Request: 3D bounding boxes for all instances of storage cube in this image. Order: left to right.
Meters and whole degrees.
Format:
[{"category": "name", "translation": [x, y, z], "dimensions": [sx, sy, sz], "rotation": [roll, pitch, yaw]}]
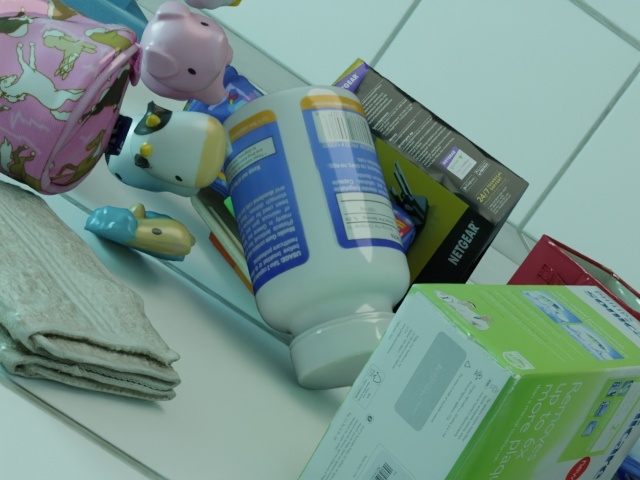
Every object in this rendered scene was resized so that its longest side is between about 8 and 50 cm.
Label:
[{"category": "storage cube", "translation": [0.341, 0.137, 2.077], "dimensions": [0.215, 0.193, 0.183], "rotation": [22, 17, -47]}]

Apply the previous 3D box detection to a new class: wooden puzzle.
[{"category": "wooden puzzle", "translation": [-0.032, 0.047, 1.742], "dimensions": [0.221, 0.044, 0.239], "rotation": [28, 18, -36]}]

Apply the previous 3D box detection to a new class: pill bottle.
[{"category": "pill bottle", "translation": [0.000, 0.000, 1.513], "dimensions": [0.152, 0.152, 0.272], "rotation": [18, 53, -57]}]

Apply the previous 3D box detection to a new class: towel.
[{"category": "towel", "translation": [-0.234, 0.020, 1.212], "dimensions": [0.282, 0.049, 0.187], "rotation": [43, 12, 33]}]

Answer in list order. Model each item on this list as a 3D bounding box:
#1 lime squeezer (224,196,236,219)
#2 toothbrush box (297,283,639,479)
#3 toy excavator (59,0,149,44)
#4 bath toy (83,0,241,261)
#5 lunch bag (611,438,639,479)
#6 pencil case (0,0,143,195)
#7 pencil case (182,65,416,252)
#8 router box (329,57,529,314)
[{"category": "lime squeezer", "translation": [0.016, 0.071, 1.621], "dimensions": [0.310, 0.059, 0.110], "rotation": [39, 43, -26]}, {"category": "toothbrush box", "translation": [0.145, 0.150, 1.272], "dimensions": [0.122, 0.206, 0.283], "rotation": [42, 23, 30]}, {"category": "toy excavator", "translation": [-0.234, -0.350, 1.723], "dimensions": [0.222, 0.445, 0.433], "rotation": [29, 12, -28]}, {"category": "bath toy", "translation": [-0.143, -0.161, 1.490], "dimensions": [0.151, 0.348, 0.129], "rotation": [1, -15, 41]}, {"category": "lunch bag", "translation": [0.361, 0.244, 1.691], "dimensions": [0.243, 0.115, 0.303], "rotation": [31, -9, 46]}, {"category": "pencil case", "translation": [-0.345, -0.192, 1.372], "dimensions": [0.386, 0.160, 0.167], "rotation": [29, 22, 8]}, {"category": "pencil case", "translation": [-0.035, -0.057, 1.730], "dimensions": [0.306, 0.133, 0.119], "rotation": [40, -30, 4]}, {"category": "router box", "translation": [0.081, -0.036, 1.833], "dimensions": [0.243, 0.081, 0.309], "rotation": [37, -32, 9]}]
